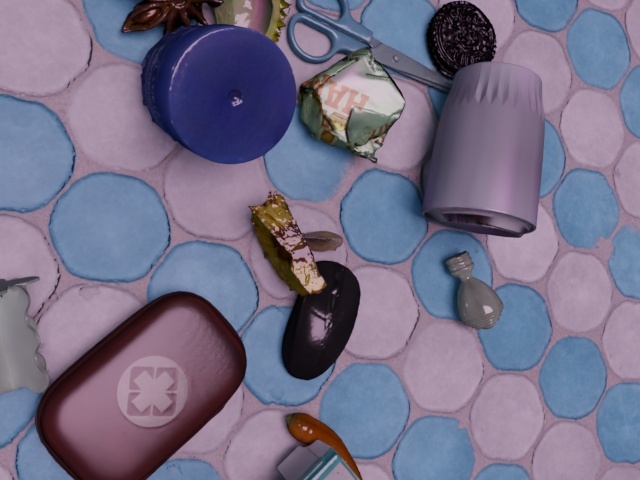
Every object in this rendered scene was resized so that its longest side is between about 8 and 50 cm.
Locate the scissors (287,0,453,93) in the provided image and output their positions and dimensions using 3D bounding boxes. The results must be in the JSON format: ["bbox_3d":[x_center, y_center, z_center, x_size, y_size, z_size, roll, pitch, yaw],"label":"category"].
[{"bbox_3d":[0.136,-0.435,1.606,0.447,0.029,0.192,21,80,-21],"label":"scissors"}]

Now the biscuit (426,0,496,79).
[{"bbox_3d":[0.343,-0.483,1.684,0.195,0.053,0.194,1,87,-22],"label":"biscuit"}]

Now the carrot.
[{"bbox_3d":[0.026,0.456,1.509,0.271,0.062,0.066,44,41,-20],"label":"carrot"}]

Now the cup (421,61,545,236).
[{"bbox_3d":[0.379,-0.194,1.587,0.254,0.253,0.371,14,79,-22],"label":"cup"}]

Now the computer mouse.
[{"bbox_3d":[0.006,0.171,1.496,0.138,0.086,0.269,23,78,-21],"label":"computer mouse"}]

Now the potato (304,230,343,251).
[{"bbox_3d":[0.000,0.001,1.531,0.093,0.036,0.037,2,124,-6],"label":"potato"}]

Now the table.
[{"bbox_3d":[-0.560,0.177,1.222,0.167,0.166,0.198,-13,101,-23],"label":"table"}]

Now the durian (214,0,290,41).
[{"bbox_3d":[-0.159,-0.540,1.422,0.169,0.158,0.351,-19,99,-11],"label":"durian"}]

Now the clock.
[{"bbox_3d":[-0.030,0.575,1.442,0.262,0.116,0.231,-42,119,-16],"label":"clock"}]

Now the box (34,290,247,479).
[{"bbox_3d":[-0.331,0.285,1.332,0.404,0.108,0.263,-42,104,-20],"label":"box"}]

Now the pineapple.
[{"bbox_3d":[-0.074,0.018,1.448,0.080,0.135,0.233,-28,90,-13],"label":"pineapple"}]

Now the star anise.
[{"bbox_3d":[-0.302,-0.504,1.369,0.220,0.099,0.214,-1,112,-16],"label":"star anise"}]

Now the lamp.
[{"bbox_3d":[0.361,0.120,1.647,0.106,0.106,0.192,-22,87,-23],"label":"lamp"}]

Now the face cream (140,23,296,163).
[{"bbox_3d":[-0.200,-0.285,1.326,0.249,0.225,0.248,-8,109,-25],"label":"face cream"}]

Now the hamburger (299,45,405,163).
[{"bbox_3d":[0.071,-0.281,1.525,0.214,0.125,0.235,-37,109,-5],"label":"hamburger"}]
